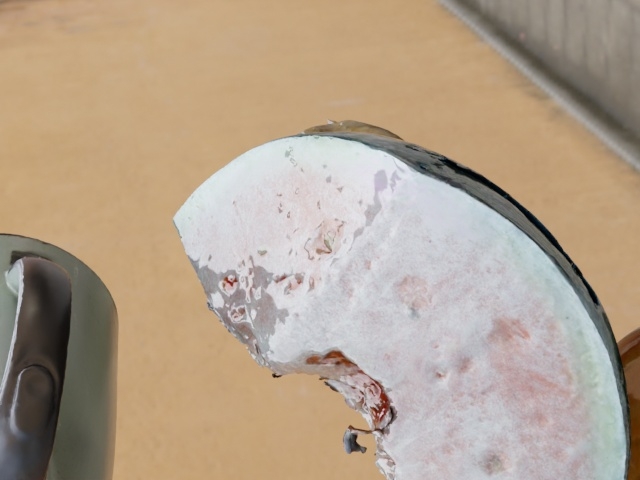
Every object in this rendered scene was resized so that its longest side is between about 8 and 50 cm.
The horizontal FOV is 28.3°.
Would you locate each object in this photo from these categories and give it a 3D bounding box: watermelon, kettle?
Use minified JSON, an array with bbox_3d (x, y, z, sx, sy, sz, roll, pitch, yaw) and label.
[{"bbox_3d":[0.083,0.036,0.782,0.322,0.188,0.175,45,-153,0],"label":"watermelon"},{"bbox_3d":[-0.200,0.106,0.793,0.236,0.161,0.221,-100,32,-53],"label":"kettle"}]

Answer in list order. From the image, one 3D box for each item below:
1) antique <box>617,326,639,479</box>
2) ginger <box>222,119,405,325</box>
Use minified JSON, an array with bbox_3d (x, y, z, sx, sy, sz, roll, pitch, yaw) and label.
[{"bbox_3d":[0.309,0.166,0.984,0.129,0.224,0.278,44,-122,-67],"label":"antique"},{"bbox_3d":[0.005,0.001,1.082,0.213,0.137,0.074,-60,-5,0],"label":"ginger"}]
